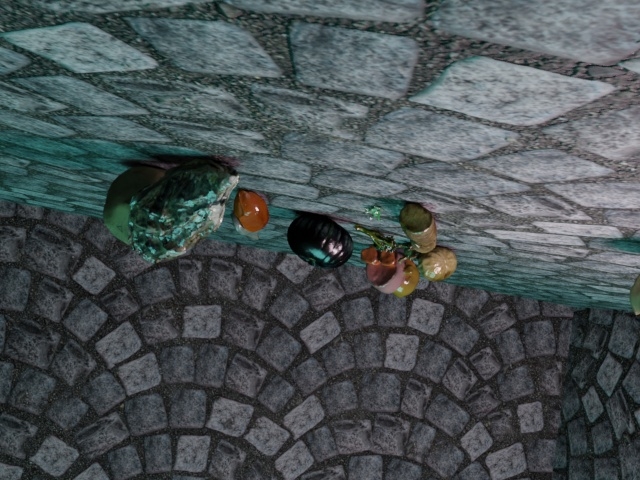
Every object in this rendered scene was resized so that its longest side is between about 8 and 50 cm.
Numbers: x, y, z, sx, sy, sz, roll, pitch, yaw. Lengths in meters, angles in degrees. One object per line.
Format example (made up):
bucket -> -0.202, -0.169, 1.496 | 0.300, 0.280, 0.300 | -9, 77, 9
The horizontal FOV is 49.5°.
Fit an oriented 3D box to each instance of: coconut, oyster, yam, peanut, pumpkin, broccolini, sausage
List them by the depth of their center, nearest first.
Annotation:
oyster -> -0.283, -0.068, 1.456 | 0.351, 0.158, 0.162 | -32, 163, 37
coconut -> -0.405, -0.074, 1.638 | 0.224, 0.224, 0.224 | 10, 174, 1
yam -> 0.237, -0.023, 1.652 | 0.081, 0.081, 0.357 | 8, 173, 12
sausage -> -0.178, -0.076, 1.792 | 0.089, 0.089, 0.179 | 9, 165, 10
pumpkin -> 0.000, 0.000, 1.980 | 0.202, 0.140, 0.202 | 23, 169, 5
broccolini -> 0.151, -0.003, 2.079 | 0.074, 0.058, 0.201 | -4, 168, 39
peanut -> 0.386, 0.076, 2.243 | 0.110, 0.120, 0.236 | 39, -167, 21

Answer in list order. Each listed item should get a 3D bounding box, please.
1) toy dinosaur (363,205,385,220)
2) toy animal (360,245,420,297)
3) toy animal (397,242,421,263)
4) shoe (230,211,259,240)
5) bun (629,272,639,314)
toy dinosaur -> 0.138, -0.068, 1.662 | 0.083, 0.021, 0.062 | 15, 159, -36
toy animal -> 0.274, 0.121, 2.552 | 0.195, 0.169, 0.281 | 9, 174, 37
toy animal -> 0.282, 0.034, 2.215 | 0.086, 0.069, 0.220 | -13, 176, 9
shoe -> -0.229, -0.054, 2.255 | 0.078, 0.079, 0.195 | -26, 161, 4
bun -> 0.807, 0.090, 1.490 | 0.287, 0.146, 0.287 | -5, 178, 0
